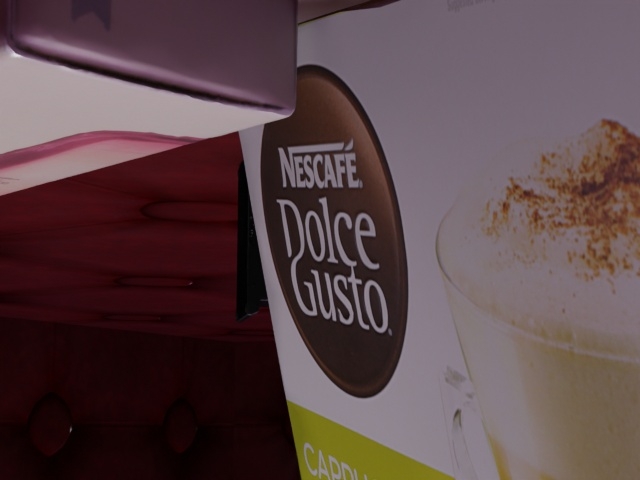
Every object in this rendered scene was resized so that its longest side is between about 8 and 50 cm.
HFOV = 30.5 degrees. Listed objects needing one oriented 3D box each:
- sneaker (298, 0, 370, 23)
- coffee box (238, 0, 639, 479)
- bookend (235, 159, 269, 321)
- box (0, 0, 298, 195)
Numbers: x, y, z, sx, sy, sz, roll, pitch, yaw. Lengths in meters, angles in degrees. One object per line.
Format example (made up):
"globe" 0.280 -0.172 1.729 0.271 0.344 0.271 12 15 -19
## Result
"sneaker" -0.010 -0.093 0.683 0.290 0.123 0.106 -3 172 29
"coffee box" 0.195 0.042 0.473 0.338 0.334 0.337 -13 -172 -24
"bookend" 0.000 0.000 1.146 0.157 0.156 0.072 1 170 -12
"box" -0.131 -0.110 0.492 0.127 0.149 0.232 9 168 -44
